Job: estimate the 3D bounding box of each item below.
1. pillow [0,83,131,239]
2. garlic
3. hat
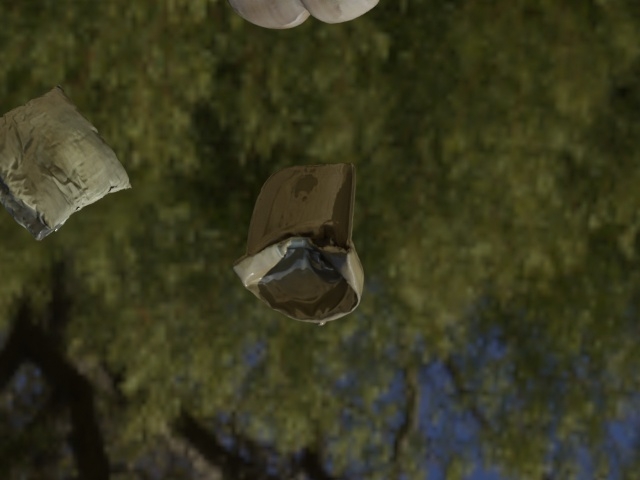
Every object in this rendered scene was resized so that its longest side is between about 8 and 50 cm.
[{"bbox_3d":[-0.298,-0.088,1.999,0.050,0.148,0.229,-34,-177,24],"label":"pillow"},{"bbox_3d":[-0.009,-0.382,2.330,0.210,0.292,0.237,7,-115,23],"label":"garlic"},{"bbox_3d":[0.000,0.000,2.255,0.166,0.144,0.173,-2,-144,30],"label":"hat"}]
